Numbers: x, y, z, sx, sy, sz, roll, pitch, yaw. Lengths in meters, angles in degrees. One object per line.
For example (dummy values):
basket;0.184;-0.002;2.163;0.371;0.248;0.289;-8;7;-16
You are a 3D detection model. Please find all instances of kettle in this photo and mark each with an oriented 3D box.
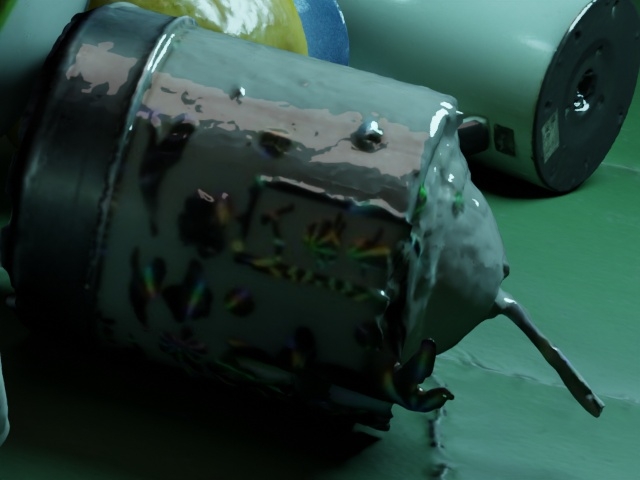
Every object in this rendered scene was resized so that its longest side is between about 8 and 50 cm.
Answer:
kettle;0.096;-0.133;1.505;0.236;0.161;0.221;23;52;30

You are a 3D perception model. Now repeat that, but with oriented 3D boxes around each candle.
candle;0.000;0.000;0.996;0.330;0.187;0.187;16;19;7

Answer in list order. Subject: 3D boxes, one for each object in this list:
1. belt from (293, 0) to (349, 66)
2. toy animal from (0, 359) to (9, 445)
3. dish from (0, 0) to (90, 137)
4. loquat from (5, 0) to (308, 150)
belt;-0.068;-0.152;1.443;0.190;0.141;0.082;23;20;36
toy animal;-0.265;0.031;0.798;0.282;0.138;0.140;5;25;-18
dish;-0.234;-0.142;1.133;0.324;0.324;0.124;32;-1;44
loquat;-0.112;-0.114;1.252;0.213;0.213;0.213;11;19;-4
